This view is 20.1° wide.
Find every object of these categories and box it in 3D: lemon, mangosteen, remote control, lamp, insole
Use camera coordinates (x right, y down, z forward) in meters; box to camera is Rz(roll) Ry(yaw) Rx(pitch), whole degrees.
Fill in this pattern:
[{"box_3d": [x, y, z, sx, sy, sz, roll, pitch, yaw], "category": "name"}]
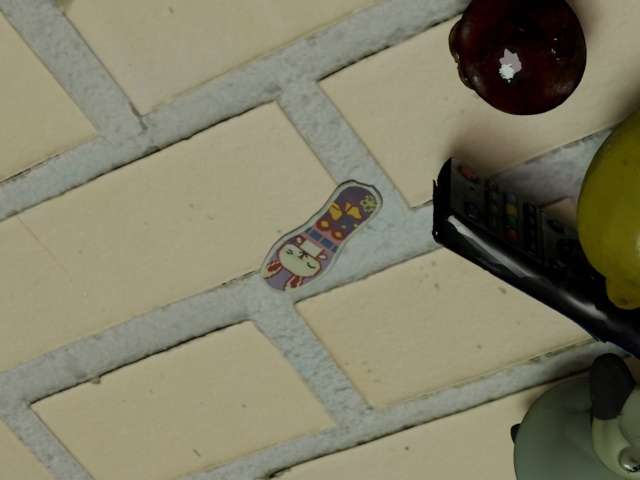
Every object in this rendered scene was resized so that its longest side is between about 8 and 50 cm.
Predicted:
[{"box_3d": [0.338, -0.042, 1.682, 0.184, 0.184, 0.248, 23, 121, -2], "category": "lemon"}, {"box_3d": [0.175, -0.176, 1.671, 0.140, 0.140, 0.140, 9, 129, 11], "category": "mangosteen"}, {"box_3d": [0.276, 0.053, 1.802, 0.398, 0.144, 0.062, 31, 117, -11], "category": "remote control"}, {"box_3d": [0.306, 0.222, 1.883, 0.197, 0.198, 0.244, 23, 151, -1], "category": "lamp"}, {"box_3d": [0.000, 0.000, 1.931, 0.065, 0.004, 0.197, 37, 129, -12], "category": "insole"}]
